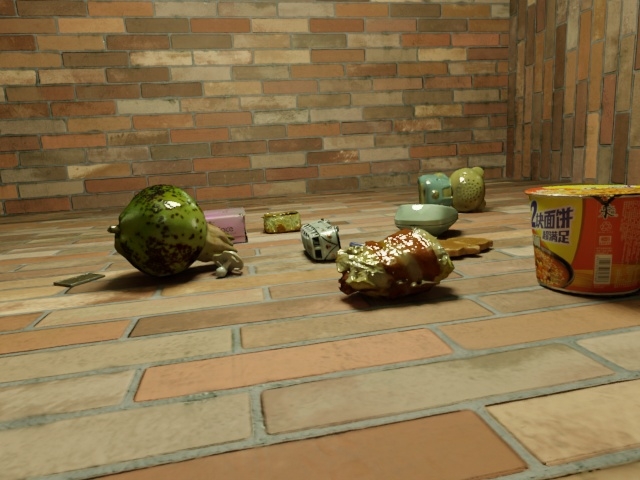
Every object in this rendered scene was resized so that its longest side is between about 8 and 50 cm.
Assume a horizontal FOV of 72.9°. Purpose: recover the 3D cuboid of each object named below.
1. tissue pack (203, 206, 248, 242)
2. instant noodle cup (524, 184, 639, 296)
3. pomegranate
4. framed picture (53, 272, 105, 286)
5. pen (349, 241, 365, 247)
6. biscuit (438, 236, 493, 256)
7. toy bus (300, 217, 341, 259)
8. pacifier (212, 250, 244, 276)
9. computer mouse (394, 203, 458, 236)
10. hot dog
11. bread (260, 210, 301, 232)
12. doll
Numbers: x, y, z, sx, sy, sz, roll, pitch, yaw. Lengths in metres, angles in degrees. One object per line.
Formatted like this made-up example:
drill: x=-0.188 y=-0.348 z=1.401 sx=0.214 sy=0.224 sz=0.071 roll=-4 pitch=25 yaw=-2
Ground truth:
tissue pack: x=-0.327 y=-0.052 z=1.465 sx=0.148 sy=0.093 sz=0.246 roll=-7 pitch=12 yaw=-11
instant noodle cup: x=0.472 y=-0.006 z=0.764 sx=0.213 sy=0.174 sz=0.213 roll=-3 pitch=10 yaw=0
pomegranate: x=-0.337 y=0.004 z=1.014 sx=0.204 sy=0.276 sz=0.222 roll=-53 pitch=34 yaw=-14
framed picture: x=-0.563 y=0.091 z=1.015 sx=0.066 sy=0.007 sz=0.089 roll=2 pitch=12 yaw=27
pen: x=0.138 y=0.025 z=1.104 sx=0.025 sy=0.025 sz=0.204 roll=-10 pitch=12 yaw=-30
biscuit: x=0.341 y=0.016 z=1.081 sx=0.133 sy=0.027 sz=0.184 roll=4 pitch=12 yaw=39
toy bus: x=0.000 y=0.000 z=1.128 sx=0.089 sy=0.087 sz=0.194 roll=-12 pitch=13 yaw=-9
pacifier: x=-0.214 y=0.060 z=0.990 sx=0.083 sy=0.068 sz=0.064 roll=-17 pitch=36 yaw=37
computer mouse: x=0.314 y=-0.054 z=1.279 sx=0.159 sy=0.097 sz=0.288 roll=0 pitch=0 yaw=26
hot dog: x=0.133 y=0.052 z=0.788 sx=0.213 sy=0.103 sz=0.146 roll=-14 pitch=33 yaw=-6
bread: x=-0.140 y=-0.069 z=1.557 sx=0.140 sy=0.069 sz=0.128 roll=-8 pitch=10 yaw=-4
doll: x=0.533 y=-0.199 z=1.755 sx=0.260 sy=0.177 sz=0.161 roll=-4 pitch=6 yaw=8
